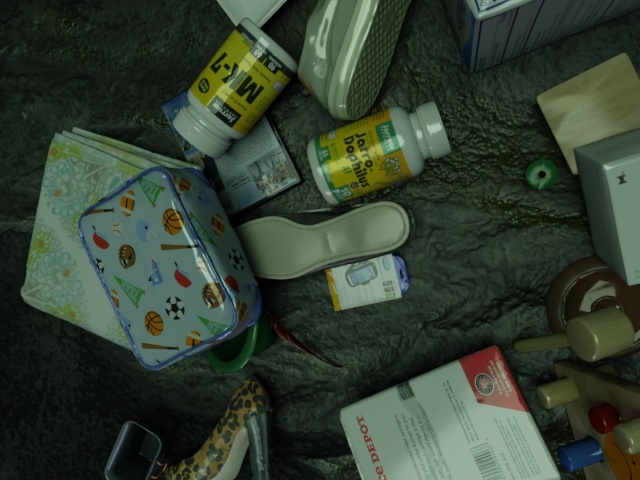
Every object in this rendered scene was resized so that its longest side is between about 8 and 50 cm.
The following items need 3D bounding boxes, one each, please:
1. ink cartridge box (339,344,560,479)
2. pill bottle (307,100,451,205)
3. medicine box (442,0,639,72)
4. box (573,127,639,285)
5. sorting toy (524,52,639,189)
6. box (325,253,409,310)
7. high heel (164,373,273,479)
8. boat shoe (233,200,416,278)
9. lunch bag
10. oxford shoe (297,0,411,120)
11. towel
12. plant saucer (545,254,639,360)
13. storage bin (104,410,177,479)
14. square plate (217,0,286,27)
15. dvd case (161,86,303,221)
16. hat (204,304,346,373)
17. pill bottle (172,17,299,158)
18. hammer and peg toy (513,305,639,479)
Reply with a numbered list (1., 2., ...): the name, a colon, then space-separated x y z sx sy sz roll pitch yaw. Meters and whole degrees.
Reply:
1. ink cartridge box: 0.195 0.307 0.819 0.273 0.114 0.197 -26 70 14
2. pill bottle: 0.094 -0.142 0.833 0.208 0.117 0.117 -19 89 15
3. medicine box: 0.313 -0.368 0.683 0.289 0.263 0.149 -18 89 15
4. box: 0.472 -0.061 0.714 0.181 0.119 0.182 -17 108 13
5. sorting toy: 0.420 -0.189 0.781 0.274 0.046 0.132 -26 88 16
6. box: 0.082 0.068 0.900 0.136 0.028 0.081 -13 91 13
7. high heel: -0.196 0.360 0.984 0.261 0.093 0.186 -16 67 27
8. boat shoe: 0.000 0.000 0.893 0.335 0.095 0.112 -9 89 20
9. lunch bag: -0.248 0.039 0.838 0.243 0.115 0.303 -28 85 24
10. oxford shoe: 0.079 -0.412 0.802 0.130 0.169 0.449 28 103 26
11. towel: -0.387 0.000 0.985 0.320 0.090 0.374 20 101 16
12. plant saucer: 0.441 0.107 0.809 0.168 0.029 0.168 1 95 14
13. storage bin: -0.328 0.399 0.998 0.098 0.091 0.135 26 101 11
14. square plate: -0.096 -0.584 0.884 0.344 0.049 0.347 -39 84 15
15. dvd case: -0.161 -0.177 0.947 0.180 0.022 0.253 -27 87 14
16. hat: -0.098 0.156 0.957 0.173 0.183 0.208 -32 63 39
17. pill bottle: -0.142 -0.246 0.865 0.119 0.119 0.208 43 103 8
18. hammer and peg toy: 0.416 0.256 0.723 0.127 0.266 0.361 -16 89 -6
